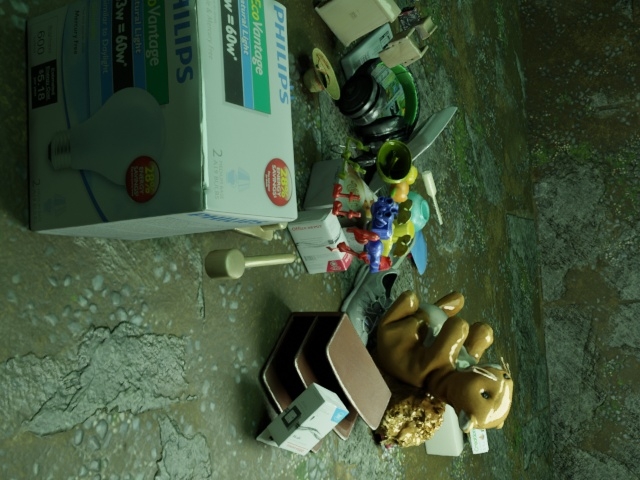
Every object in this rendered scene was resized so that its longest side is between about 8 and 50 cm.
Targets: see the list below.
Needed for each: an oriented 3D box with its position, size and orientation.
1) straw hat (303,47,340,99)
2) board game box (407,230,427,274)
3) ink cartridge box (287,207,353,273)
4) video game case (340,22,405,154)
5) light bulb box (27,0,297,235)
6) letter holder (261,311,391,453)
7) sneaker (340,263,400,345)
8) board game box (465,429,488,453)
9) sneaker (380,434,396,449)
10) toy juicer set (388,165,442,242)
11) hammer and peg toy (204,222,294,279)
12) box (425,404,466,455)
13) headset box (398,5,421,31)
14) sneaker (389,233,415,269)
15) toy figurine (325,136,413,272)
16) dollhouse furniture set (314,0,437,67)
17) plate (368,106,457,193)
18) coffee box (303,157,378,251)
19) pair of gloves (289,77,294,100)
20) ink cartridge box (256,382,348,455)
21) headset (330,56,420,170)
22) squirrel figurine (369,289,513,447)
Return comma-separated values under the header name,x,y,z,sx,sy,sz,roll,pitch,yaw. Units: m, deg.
name,x,y,z,sx,sy,sz,roll,pitch,yaw
straw hat,-0.010,-0.413,1.819,0.144,0.061,0.144,49,29,-40
board game box,0.300,0.024,2.276,0.133,0.033,0.168,-71,146,-42
ink cartridge box,0.000,0.000,1.725,0.063,0.109,0.150,-56,130,-47
video game case,0.183,-0.465,2.159,0.329,0.036,0.299,-53,129,-48
light bulb box,-0.252,-0.191,1.118,0.225,0.361,0.357,3,82,-58
letter holder,0.016,0.344,1.664,0.301,0.152,0.214,61,41,-32
sneaker,0.135,0.172,1.908,0.105,0.115,0.281,53,44,-40
board game box,0.480,0.542,2.328,0.305,0.053,0.192,-82,162,-83
sneaker,0.256,0.493,2.057,0.299,0.112,0.120,-36,116,-53
toy juicer set,0.265,-0.120,2.099,0.329,0.090,0.209,-21,104,-59
hammer and peg toy,-0.171,-0.089,1.452,0.266,0.128,0.361,19,70,-58
box,0.379,0.534,2.248,0.094,0.113,0.274,-26,108,-58
headset box,0.295,-0.733,2.352,0.083,0.062,0.032,60,39,-33
sneaker,0.210,-0.010,2.087,0.118,0.083,0.222,63,36,-25
toy figurine,0.122,-0.052,1.766,0.217,0.192,0.362,92,5,-58
dollhouse furniture set,0.189,-0.661,1.929,0.286,0.198,0.303,47,60,-22
plate,0.256,-0.266,2.064,0.045,0.277,0.278,45,41,-5
coffee box,0.068,-0.086,1.857,0.246,0.098,0.141,44,50,-46
pair of gloves,-0.122,-0.397,1.675,0.159,0.023,0.198,-34,114,-55
ink cartridge box,-0.039,0.403,1.548,0.180,0.060,0.104,-45,139,6
headset,0.164,-0.339,1.949,0.394,0.185,0.243,-54,124,-26
squirrel figurine,0.304,0.370,1.851,0.281,0.397,0.370,15,28,-53
